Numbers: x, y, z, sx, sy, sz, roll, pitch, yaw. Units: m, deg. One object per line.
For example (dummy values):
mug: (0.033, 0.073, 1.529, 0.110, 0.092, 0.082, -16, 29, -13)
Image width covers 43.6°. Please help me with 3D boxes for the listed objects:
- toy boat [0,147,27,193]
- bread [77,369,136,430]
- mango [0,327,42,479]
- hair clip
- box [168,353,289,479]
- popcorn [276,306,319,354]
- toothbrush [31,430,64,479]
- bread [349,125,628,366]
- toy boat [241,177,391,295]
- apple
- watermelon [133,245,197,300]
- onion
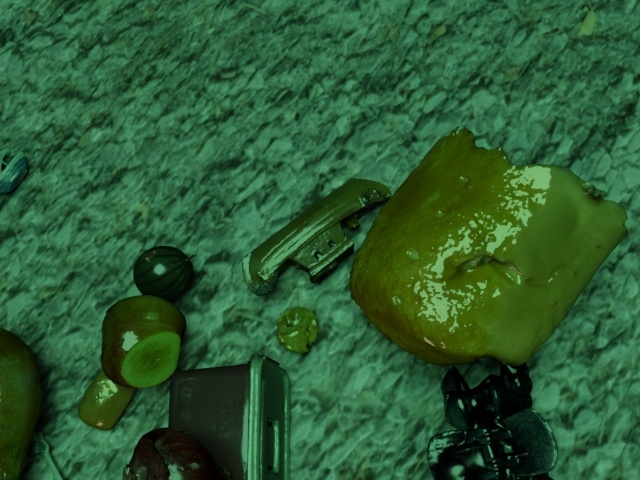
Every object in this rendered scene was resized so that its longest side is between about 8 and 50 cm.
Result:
toy boat: (-0.674, -0.146, 1.640, 0.149, 0.034, 0.105, 11, 71, 10)
bread: (-0.389, 0.284, 1.448, 0.082, 0.056, 0.115, 32, 78, 17)
mango: (-0.581, 0.311, 1.416, 0.193, 0.146, 0.316, -15, 76, 20)
hair clip: (0.288, 0.332, 1.262, 0.194, 0.206, 0.310, -22, 70, 19)
box: (-0.153, 0.343, 1.333, 0.167, 0.193, 0.294, -4, 72, 11)
popcorn: (-0.051, 0.160, 1.454, 0.084, 0.084, 0.084, -2, 71, 6)
toothbrush: (-0.439, 0.455, 1.389, 0.030, 0.030, 0.304, -36, 63, -6)
bread: (0.240, 0.014, 1.310, 0.394, 0.250, 0.361, -48, 40, -10)
toy boat: (0.000, 0.000, 1.483, 0.321, 0.089, 0.121, -36, 77, -8)
apple: (-0.312, 0.176, 1.422, 0.147, 0.146, 0.163, 3, 35, -18)
watermelon: (-0.281, 0.056, 1.484, 0.133, 0.105, 0.105, -25, 69, 16)
onion: (-0.207, 0.364, 1.186, 0.147, 0.184, 0.184, 6, 68, -30)
